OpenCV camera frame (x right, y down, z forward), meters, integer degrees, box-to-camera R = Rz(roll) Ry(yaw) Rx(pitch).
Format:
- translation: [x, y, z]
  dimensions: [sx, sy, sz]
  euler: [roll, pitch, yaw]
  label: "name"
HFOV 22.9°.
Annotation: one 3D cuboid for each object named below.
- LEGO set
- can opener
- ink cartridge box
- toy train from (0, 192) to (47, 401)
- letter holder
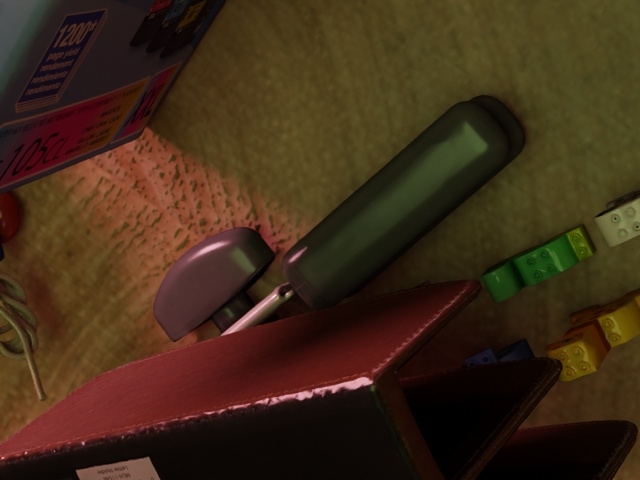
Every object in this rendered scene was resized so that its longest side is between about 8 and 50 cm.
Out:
- translation: [0.127, 0.047, 0.927]
  dimensions: [0.227, 0.093, 0.087]
  euler: [-27, 93, 25]
  label: "LEGO set"
- translation: [0.000, 0.000, 0.975]
  dimensions: [0.280, 0.074, 0.093]
  euler: [-36, 88, 25]
  label: "can opener"
- translation: [-0.110, -0.227, 0.853]
  dimensions: [0.151, 0.270, 0.395]
  euler: [36, 114, 7]
  label: "ink cartridge box"
- translation: [-0.285, 0.008, 1.080]
  dimensions: [0.143, 0.105, 0.248]
  euler: [-15, 98, 34]
  label: "toy train"
- translation: [-0.002, 0.117, 0.898]
  dimensions: [0.301, 0.214, 0.152]
  euler: [-16, 105, 39]
  label: "letter holder"
